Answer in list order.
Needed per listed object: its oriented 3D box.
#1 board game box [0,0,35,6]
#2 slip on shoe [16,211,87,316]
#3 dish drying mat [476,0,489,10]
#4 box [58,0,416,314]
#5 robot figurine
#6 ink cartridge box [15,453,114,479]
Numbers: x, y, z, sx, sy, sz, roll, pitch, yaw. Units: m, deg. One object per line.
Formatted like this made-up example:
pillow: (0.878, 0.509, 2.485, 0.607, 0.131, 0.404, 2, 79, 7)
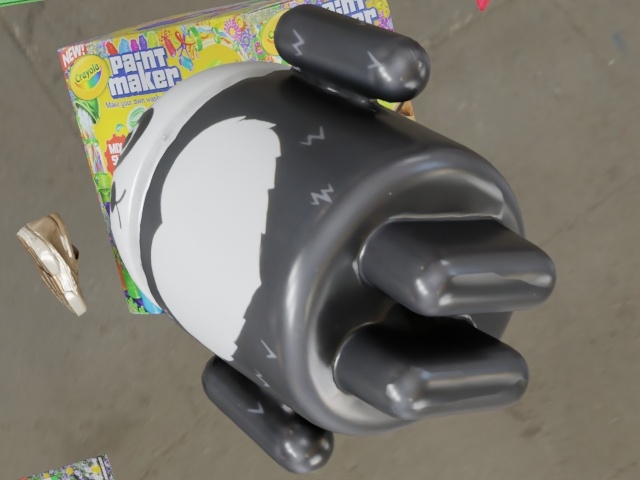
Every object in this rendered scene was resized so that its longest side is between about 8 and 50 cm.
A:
board game box: (-0.122, -0.277, 0.786, 0.213, 0.046, 0.317, -18, 107, -47)
slip on shoe: (-0.246, 0.023, 1.581, 0.041, 0.135, 0.051, -43, 52, -17)
dish drying mat: (0.098, -0.160, 0.873, 0.008, 0.083, 0.032, 8, 54, -15)
box: (-0.067, -0.085, 1.582, 0.177, 0.290, 0.279, -23, 103, -40)
robot figurine: (-0.002, 0.002, 0.924, 0.209, 0.278, 0.173, -48, 134, -10)
ink cartridge box: (-0.211, 0.189, 1.201, 0.115, 0.063, 0.029, -13, 74, -25)
